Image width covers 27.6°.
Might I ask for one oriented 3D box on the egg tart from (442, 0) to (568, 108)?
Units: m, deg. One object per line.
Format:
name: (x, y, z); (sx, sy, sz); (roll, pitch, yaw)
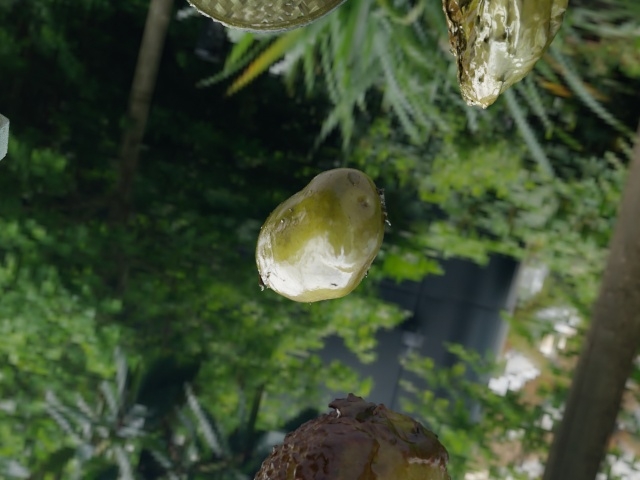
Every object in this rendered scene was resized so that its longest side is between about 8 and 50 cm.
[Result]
egg tart: (0.156, -0.233, 1.130); (0.098, 0.231, 0.252); (-3, -165, -5)

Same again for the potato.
potato: (0.000, 0.000, 1.864); (0.140, 0.173, 0.300); (-2, 166, -27)

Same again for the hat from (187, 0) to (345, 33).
hat: (-0.036, -0.212, 0.837); (0.146, 0.146, 0.067); (15, 165, 9)

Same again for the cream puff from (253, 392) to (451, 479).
cream puff: (0.027, 0.342, 1.487); (0.229, 0.350, 0.350); (3, 179, 32)

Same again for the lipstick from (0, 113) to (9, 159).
lipstick: (-0.369, -0.092, 1.450); (0.030, 0.129, 0.030); (32, -127, 8)
